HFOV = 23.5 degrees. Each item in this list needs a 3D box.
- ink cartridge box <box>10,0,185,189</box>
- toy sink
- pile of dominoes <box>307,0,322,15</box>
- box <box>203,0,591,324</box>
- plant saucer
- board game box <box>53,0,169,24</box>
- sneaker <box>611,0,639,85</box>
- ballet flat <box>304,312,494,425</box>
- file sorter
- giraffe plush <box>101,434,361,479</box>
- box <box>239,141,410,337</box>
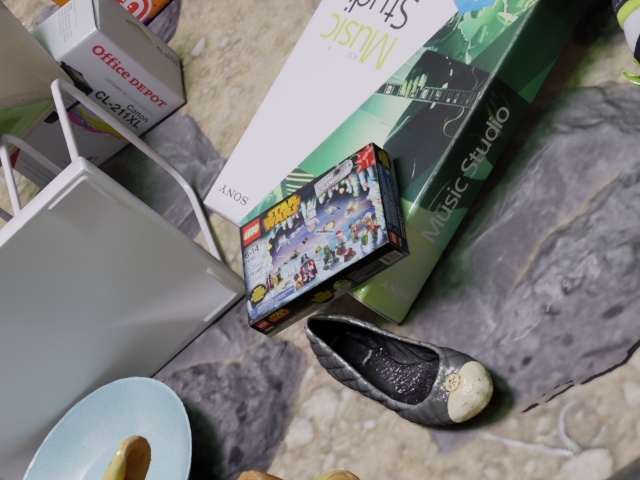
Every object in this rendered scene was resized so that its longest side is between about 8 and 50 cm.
[{"bbox_3d":[-0.236,-0.140,1.468,0.175,0.127,0.072,-34,42,20],"label":"ink cartridge box"},{"bbox_3d":[-0.341,-0.112,1.311,0.153,0.131,0.234,-43,-4,18],"label":"toy sink"},{"bbox_3d":[0.072,-0.316,1.371,0.251,0.040,0.196,-27,55,26],"label":"pile of dominoes"},{"bbox_3d":[0.060,-0.120,1.206,0.232,0.058,0.322,30,90,50],"label":"box"},{"bbox_3d":[-0.164,0.203,1.212,0.195,0.037,0.195,-25,46,29],"label":"plant saucer"},{"bbox_3d":[-0.248,-0.492,1.567,0.356,0.356,0.356,-43,41,10],"label":"board game box"},{"bbox_3d":[0.310,-0.169,1.034,0.234,0.084,0.097,-24,71,30],"label":"sneaker"},{"bbox_3d":[0.051,0.091,1.083,0.173,0.049,0.057,13,71,48],"label":"ballet flat"},{"bbox_3d":[-0.243,0.036,1.295,0.277,0.193,0.173,-42,38,11],"label":"file sorter"},{"bbox_3d":[-0.086,0.216,1.022,0.210,0.170,0.181,-25,47,29],"label":"giraffe plush"},{"bbox_3d":[0.000,0.000,1.131,0.137,0.027,0.094,-32,46,28],"label":"box"}]
